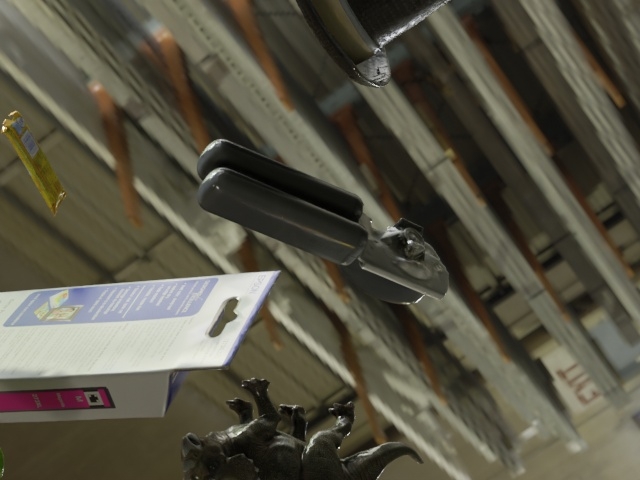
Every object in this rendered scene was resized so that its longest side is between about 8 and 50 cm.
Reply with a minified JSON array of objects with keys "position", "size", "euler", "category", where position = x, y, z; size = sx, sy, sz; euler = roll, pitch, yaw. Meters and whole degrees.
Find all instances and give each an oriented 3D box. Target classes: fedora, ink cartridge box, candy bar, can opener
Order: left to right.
[{"position":[-0.362,-0.097,1.460],"size":[0.161,0.018,0.040],"euler":[69,-146,-45],"category":"candy bar"},{"position":[-0.229,0.110,1.190],"size":[0.176,0.371,0.069],"euler":[-63,-40,-56],"category":"ink cartridge box"},{"position":[0.000,0.000,1.080],"size":[0.283,0.095,0.076],"euler":[22,-140,-27],"category":"can opener"},{"position":[0.042,-0.323,1.115],"size":[0.334,0.152,0.334],"euler":[-21,-90,-75],"category":"fedora"}]

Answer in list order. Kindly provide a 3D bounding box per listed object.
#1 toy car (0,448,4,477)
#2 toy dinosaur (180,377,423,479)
[{"position":[-0.407,0.185,1.002],"size":[0.155,0.188,0.149],"euler":[-8,-100,-61],"category":"toy car"},{"position":[-0.037,0.251,1.278],"size":[0.313,0.121,0.160],"euler":[19,-123,-27],"category":"toy dinosaur"}]
